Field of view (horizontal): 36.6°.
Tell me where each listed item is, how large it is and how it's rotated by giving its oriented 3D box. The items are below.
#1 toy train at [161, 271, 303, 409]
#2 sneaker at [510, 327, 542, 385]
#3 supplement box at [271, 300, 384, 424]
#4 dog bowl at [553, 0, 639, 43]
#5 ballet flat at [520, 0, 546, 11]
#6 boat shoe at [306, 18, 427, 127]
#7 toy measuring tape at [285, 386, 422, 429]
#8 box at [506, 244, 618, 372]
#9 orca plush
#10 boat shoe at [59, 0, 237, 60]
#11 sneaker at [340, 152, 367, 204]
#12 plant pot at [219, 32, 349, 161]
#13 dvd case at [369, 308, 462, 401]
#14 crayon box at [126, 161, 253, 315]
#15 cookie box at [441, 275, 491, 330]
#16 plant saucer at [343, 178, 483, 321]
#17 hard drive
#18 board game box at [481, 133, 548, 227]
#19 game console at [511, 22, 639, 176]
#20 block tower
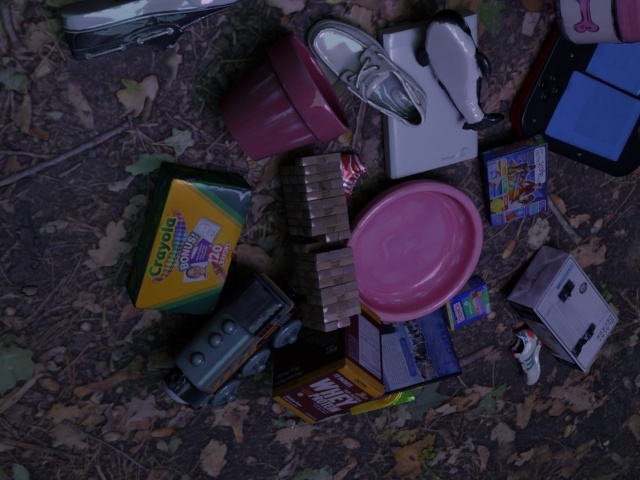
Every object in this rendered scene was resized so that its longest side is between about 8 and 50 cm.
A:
[{"bbox_3d":[-0.176,0.202,1.931,0.334,0.142,0.190,-44,160,1],"label":"toy train"},{"bbox_3d":[0.498,0.285,2.378,0.075,0.057,0.161,-8,116,-19],"label":"sneaker"},{"bbox_3d":[0.015,0.242,2.002,0.191,0.194,0.129,-27,131,28],"label":"supplement box"},{"bbox_3d":[0.580,-0.548,1.773,0.408,0.150,0.408,-36,137,-43],"label":"dog bowl"},{"bbox_3d":[0.425,-0.546,1.866,0.080,0.073,0.232,-16,123,-16],"label":"ballet flat"},{"bbox_3d":[0.096,-0.308,1.804,0.277,0.096,0.098,33,114,-19],"label":"boat shoe"},{"bbox_3d":[0.073,0.337,2.195,0.330,0.121,0.121,-14,124,4],"label":"toy measuring tape"},{"bbox_3d":[0.579,0.164,2.299,0.169,0.087,0.290,-53,127,-13],"label":"box"},{"bbox_3d":[0.287,-0.342,1.853,0.287,0.151,0.102,49,60,-33],"label":"orca plush"},{"bbox_3d":[-0.276,-0.366,1.622,0.301,0.108,0.102,-17,123,-13],"label":"boat shoe"},{"bbox_3d":[0.061,-0.121,1.955,0.067,0.042,0.118,-12,119,-15],"label":"sneaker"},{"bbox_3d":[-0.074,-0.242,1.745,0.180,0.201,0.201,-29,127,11],"label":"plant pot"},{"bbox_3d":[0.174,0.244,2.150,0.253,0.180,0.022,-13,166,-18],"label":"dvd case"},{"bbox_3d":[-0.252,0.000,1.852,0.165,0.081,0.278,8,113,-29],"label":"crayon box"},{"bbox_3d":[0.332,0.145,2.230,0.107,0.040,0.092,-23,125,-11],"label":"cookie box"},{"bbox_3d":[0.184,0.014,2.062,0.332,0.084,0.332,-11,122,-19],"label":"plant saucer"},{"bbox_3d":[0.219,-0.288,1.936,0.203,0.040,0.307,-16,122,-16],"label":"hard drive"},{"bbox_3d":[0.421,-0.126,2.084,0.136,0.035,0.201,-17,136,-3],"label":"board game box"},{"bbox_3d":[0.614,-0.331,2.084,0.386,0.060,0.342,16,110,-31],"label":"game console"},{"bbox_3d":[0.000,0.000,1.887,0.091,0.097,0.335,-12,100,-32],"label":"block tower"}]
